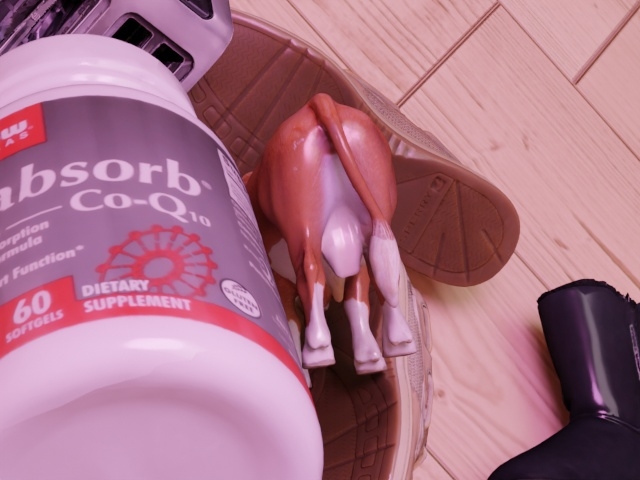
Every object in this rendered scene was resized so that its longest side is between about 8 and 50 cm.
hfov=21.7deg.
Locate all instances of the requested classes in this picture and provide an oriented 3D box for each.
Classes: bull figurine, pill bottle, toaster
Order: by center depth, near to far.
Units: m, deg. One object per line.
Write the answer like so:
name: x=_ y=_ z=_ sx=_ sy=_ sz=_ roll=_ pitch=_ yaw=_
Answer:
pill bottle: x=-0.133 y=0.035 z=1.001 sx=0.210 sy=0.210 sz=0.363 roll=23 pitch=25 yaw=-27
bull figurine: x=0.000 y=0.000 z=1.145 sx=0.101 sy=0.310 sz=0.188 roll=-11 pitch=81 yaw=-3
toaster: x=-0.178 y=-0.153 z=1.175 sx=0.168 sy=0.186 sz=0.110 roll=38 pitch=16 yaw=-27

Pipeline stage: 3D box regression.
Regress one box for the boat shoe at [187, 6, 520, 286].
boat shoe: x=0.004 y=-0.077 z=1.346 sx=0.341 sy=0.121 sz=0.110 roll=35 pitch=9 yaw=-21

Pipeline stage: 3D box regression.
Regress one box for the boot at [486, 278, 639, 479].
boot: x=0.204 y=0.134 z=1.367 sx=0.246 sy=0.094 sz=0.207 roll=11 pitch=59 yaw=-43

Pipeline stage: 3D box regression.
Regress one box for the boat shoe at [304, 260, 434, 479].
boat shoe: x=0.039 y=0.135 z=1.225 sx=0.098 sy=0.109 sz=0.302 roll=44 pitch=35 yaw=-36
